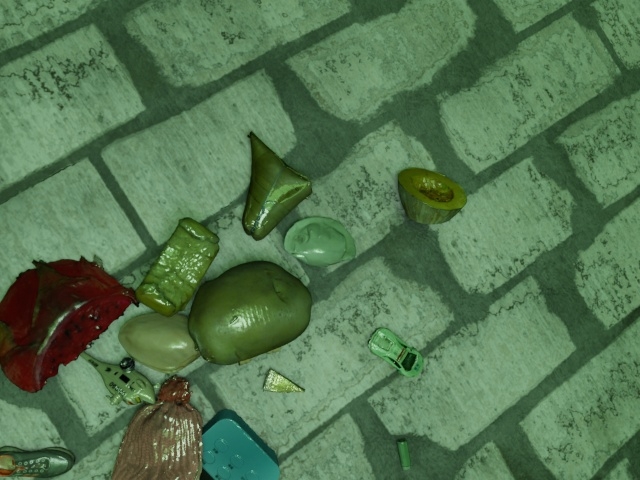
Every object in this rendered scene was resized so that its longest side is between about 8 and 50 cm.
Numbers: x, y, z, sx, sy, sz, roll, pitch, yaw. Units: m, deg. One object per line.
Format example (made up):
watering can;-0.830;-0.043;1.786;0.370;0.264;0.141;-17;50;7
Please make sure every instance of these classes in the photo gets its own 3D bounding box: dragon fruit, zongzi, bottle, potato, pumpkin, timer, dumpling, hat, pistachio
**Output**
dragon fruit;-0.672;0.171;1.175;0.282;0.100;0.343;37;65;9
zongzi;-0.182;-0.154;1.334;0.256;0.115;0.228;45;82;2
bottle;0.244;0.625;1.385;0.031;0.030;0.083;-9;88;-12
potato;-0.182;0.178;1.231;0.327;0.221;0.243;-14;73;-23
pumpkin;0.322;-0.121;1.425;0.218;0.217;0.110;9;121;-11
timer;-0.261;0.613;1.254;0.250;0.091;0.232;-44;95;-9
dumpling;-0.004;0.014;1.366;0.219;0.152;0.108;10;125;-21
hat;-0.394;0.491;1.214;0.237;0.107;0.286;3;67;6
pistachio;-0.410;0.267;1.239;0.223;0.126;0.152;6;62;-4

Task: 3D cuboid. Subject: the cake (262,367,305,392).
cake;-0.097;0.398;1.324;0.121;0.052;0.065;11;80;-10

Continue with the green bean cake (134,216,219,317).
green bean cake;-0.360;0.068;1.214;0.124;0.233;0.236;32;80;-13

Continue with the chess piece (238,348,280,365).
chess piece;-0.174;0.301;1.316;0.122;0.066;0.066;-11;87;-18

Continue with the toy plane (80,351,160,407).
toy plane;-0.539;0.338;1.208;0.286;0.092;0.108;33;53;10

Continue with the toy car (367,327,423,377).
toy car;0.229;0.331;1.397;0.186;0.058;0.093;37;77;-6

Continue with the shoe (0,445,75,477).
shoe;-0.716;0.554;1.167;0.195;0.077;0.074;9;82;-10
